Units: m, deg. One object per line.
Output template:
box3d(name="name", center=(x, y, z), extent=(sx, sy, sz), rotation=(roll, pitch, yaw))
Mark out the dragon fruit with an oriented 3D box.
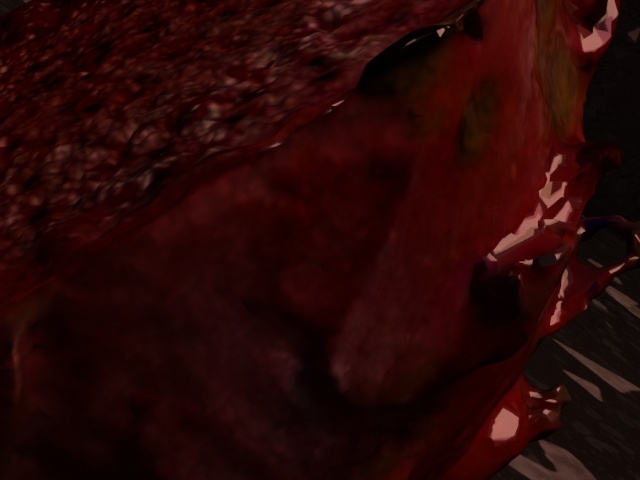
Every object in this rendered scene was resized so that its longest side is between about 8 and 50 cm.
box3d(name="dragon fruit", center=(-0.056, 0.020, 0.507), extent=(0.249, 0.371, 0.386), rotation=(62, 39, -25))
